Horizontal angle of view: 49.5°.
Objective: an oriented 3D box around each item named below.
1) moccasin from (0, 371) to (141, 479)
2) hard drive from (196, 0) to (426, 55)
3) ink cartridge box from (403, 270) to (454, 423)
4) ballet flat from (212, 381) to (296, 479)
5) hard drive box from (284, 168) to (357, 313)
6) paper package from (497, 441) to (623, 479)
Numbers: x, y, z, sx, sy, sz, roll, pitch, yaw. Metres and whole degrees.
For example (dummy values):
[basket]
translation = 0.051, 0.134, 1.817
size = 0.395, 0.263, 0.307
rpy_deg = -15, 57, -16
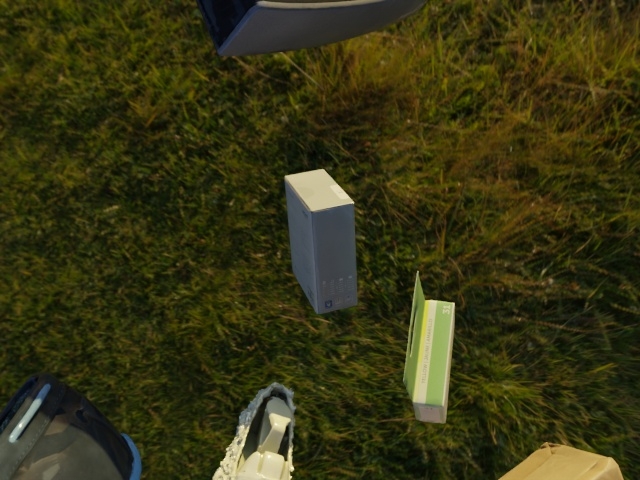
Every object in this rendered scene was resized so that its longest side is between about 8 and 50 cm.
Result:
[moccasin]
translation = -0.246, 0.203, 0.377
size = 0.138, 0.342, 0.116
rpy_deg = -29, 101, 29
[hard drive]
translation = -0.004, -0.245, 0.544
size = 0.054, 0.255, 0.172
rpy_deg = -15, 100, 46
[ink cartridge box]
translation = 0.171, 0.170, 1.063
size = 0.056, 0.235, 0.171
rpy_deg = 5, 65, 13
[ballet flat]
translation = -0.108, 0.395, 1.242
size = 0.147, 0.409, 0.147
rpy_deg = 0, 114, 1
[hard drive box]
translation = 0.000, 0.000, 1.396
size = 0.089, 0.232, 0.181
rpy_deg = -12, 31, -15
[paper package]
translation = 0.357, 0.539, 1.073
size = 0.310, 0.168, 0.324
rpy_deg = -22, 93, -29
